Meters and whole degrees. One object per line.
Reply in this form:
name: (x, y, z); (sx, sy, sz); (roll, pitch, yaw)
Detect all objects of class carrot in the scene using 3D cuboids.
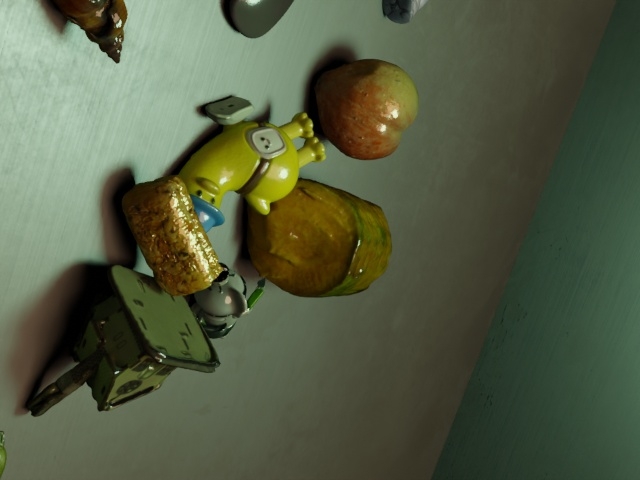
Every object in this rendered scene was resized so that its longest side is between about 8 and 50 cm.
carrot: (0.000, 0.000, 1.834); (0.340, 0.241, 0.242); (8, 104, -62)

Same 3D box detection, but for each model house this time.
model house: (-0.357, 0.208, 1.502); (0.278, 0.205, 0.218); (-39, 153, 13)

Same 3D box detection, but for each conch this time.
conch: (-0.330, -0.348, 1.192); (0.080, 0.086, 0.233); (-26, 134, 8)

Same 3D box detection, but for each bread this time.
bread: (-0.252, -0.005, 1.479); (0.083, 0.113, 0.211); (-73, 144, -58)

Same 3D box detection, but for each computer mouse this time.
computer mouse: (-0.163, -0.231, 1.579); (0.110, 0.055, 0.032); (-32, 145, -49)
computer mouse: (-0.080, -0.464, 1.541); (0.232, 0.057, 0.120); (-59, 151, -12)

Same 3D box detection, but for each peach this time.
peach: (0.087, -0.286, 1.844); (0.232, 0.232, 0.233); (-39, 141, -40)

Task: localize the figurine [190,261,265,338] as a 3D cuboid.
figurine: (-0.197, 0.112, 1.705); (0.192, 0.147, 0.126); (100, 15, -49)

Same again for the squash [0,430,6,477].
squash: (-0.562, 0.416, 1.377); (0.258, 0.069, 0.069); (-61, 151, -8)

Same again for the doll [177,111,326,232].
doll: (-0.153, -0.132, 1.611); (0.363, 0.145, 0.200); (-30, 97, -34)

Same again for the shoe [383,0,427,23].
shoe: (0.202, -0.601, 1.885); (0.137, 0.095, 0.245); (-48, 150, -36)
